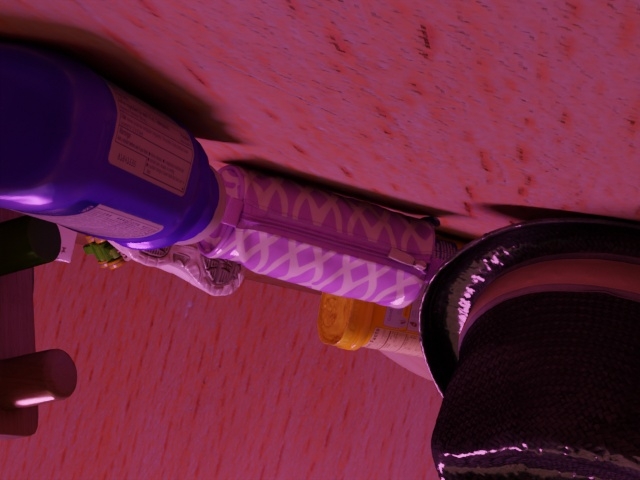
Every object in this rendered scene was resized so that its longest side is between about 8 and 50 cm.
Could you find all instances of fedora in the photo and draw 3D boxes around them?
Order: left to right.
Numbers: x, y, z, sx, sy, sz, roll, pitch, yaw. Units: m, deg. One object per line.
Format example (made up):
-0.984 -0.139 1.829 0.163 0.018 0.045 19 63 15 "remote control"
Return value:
0.202 0.138 0.982 0.334 0.152 0.334 19 136 19 "fedora"

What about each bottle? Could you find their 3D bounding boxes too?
-0.139 -0.048 0.860 0.118 0.092 0.283 12 176 18 "bottle"

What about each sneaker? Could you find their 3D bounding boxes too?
-0.199 0.005 1.833 0.115 0.090 0.232 17 171 47 "sneaker"

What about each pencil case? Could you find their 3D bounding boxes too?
0.000 0.000 1.112 0.206 0.086 0.088 14 -172 -24 "pencil case"

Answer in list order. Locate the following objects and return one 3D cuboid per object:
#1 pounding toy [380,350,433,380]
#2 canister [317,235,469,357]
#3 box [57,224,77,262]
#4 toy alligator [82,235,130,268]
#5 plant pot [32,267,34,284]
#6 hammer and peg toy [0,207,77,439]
0.119 0.047 1.468 0.183 0.110 0.237 22 151 29 "pounding toy"
0.093 0.052 1.275 0.169 0.126 0.073 12 176 -24 "canister"
-0.404 -0.029 1.811 0.130 0.091 0.170 15 175 -22 "box"
-0.305 0.008 2.020 0.051 0.056 0.189 -32 -164 -25 "toy alligator"
-0.457 0.023 1.575 0.271 0.255 0.271 12 176 1 "plant pot"
-0.275 0.050 0.861 0.127 0.361 0.266 -13 163 26 "hammer and peg toy"
